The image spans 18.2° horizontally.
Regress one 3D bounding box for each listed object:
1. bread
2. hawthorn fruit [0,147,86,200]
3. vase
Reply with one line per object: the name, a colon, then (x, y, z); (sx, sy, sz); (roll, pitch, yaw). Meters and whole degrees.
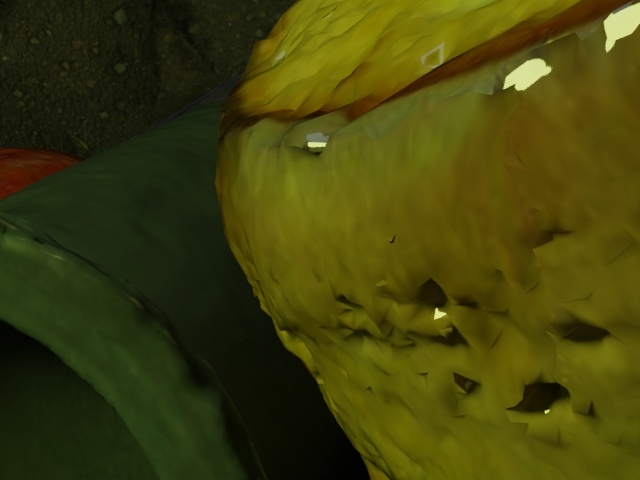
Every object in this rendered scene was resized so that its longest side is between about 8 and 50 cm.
bread: (0.148, -0.040, 0.586); (0.398, 0.215, 0.398); (-33, 15, 10)
hawthorn fruit: (-0.176, 0.027, 1.371); (0.243, 0.207, 0.207); (-17, -1, -35)
vase: (-0.067, 0.053, 0.776); (0.245, 0.245, 0.291); (-27, 7, 31)
